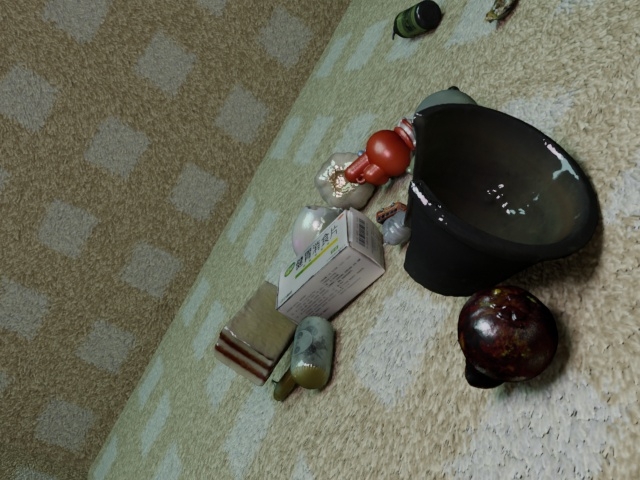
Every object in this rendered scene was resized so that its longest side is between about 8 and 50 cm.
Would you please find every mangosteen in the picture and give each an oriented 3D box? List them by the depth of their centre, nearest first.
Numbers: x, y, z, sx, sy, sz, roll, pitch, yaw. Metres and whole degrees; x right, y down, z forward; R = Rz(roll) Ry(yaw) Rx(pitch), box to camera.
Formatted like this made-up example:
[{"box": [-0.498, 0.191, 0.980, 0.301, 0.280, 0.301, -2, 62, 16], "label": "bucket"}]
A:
[{"box": [0.307, 0.168, 1.040, 0.172, 0.172, 0.184, -100, 18, -60], "label": "mangosteen"}]

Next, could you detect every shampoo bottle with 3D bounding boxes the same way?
[{"box": [0.338, -0.810, 2.311, 0.101, 0.101, 0.284, -62, 20, -3], "label": "shampoo bottle"}]

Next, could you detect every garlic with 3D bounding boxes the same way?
[{"box": [0.092, -0.190, 2.039, 0.199, 0.199, 0.226, -56, -11, 13], "label": "garlic"}]

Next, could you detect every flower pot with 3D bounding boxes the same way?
[{"box": [0.294, -0.044, 1.168, 0.251, 0.379, 0.380, 110, 172, -46], "label": "flower pot"}]

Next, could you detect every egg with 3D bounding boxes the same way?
[{"box": [0.000, 0.000, 1.927, 0.183, 0.182, 0.217, -152, 65, -70], "label": "egg"}]

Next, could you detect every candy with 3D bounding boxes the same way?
[{"box": [-0.168, 0.268, 1.829, 0.135, 0.179, 0.321, -65, -6, 28], "label": "candy"}]

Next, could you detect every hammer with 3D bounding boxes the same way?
[{"box": [-0.064, 0.360, 1.745, 0.305, 0.113, 0.202, -54, 17, 41], "label": "hammer"}]

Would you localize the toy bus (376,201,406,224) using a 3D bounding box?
[{"box": [0.200, -0.077, 1.773, 0.110, 0.031, 0.043, -28, 44, 55], "label": "toy bus"}]

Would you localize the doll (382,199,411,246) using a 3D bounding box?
[{"box": [0.217, -0.050, 1.644, 0.180, 0.079, 0.094, -56, 2, -24], "label": "doll"}]

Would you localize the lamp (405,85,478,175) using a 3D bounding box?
[{"box": [0.310, -0.257, 1.566, 0.198, 0.197, 0.244, -91, 13, -53], "label": "lamp"}]

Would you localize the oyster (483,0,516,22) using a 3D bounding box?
[{"box": [0.522, -0.677, 1.777, 0.108, 0.053, 0.166, -16, 40, 49], "label": "oyster"}]

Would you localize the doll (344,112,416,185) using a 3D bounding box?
[{"box": [0.201, -0.259, 1.842, 0.290, 0.130, 0.161, -41, 53, 7], "label": "doll"}]

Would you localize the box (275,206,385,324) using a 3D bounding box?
[{"box": [0.028, 0.085, 1.771, 0.333, 0.145, 0.173, -43, 27, 29], "label": "box"}]
